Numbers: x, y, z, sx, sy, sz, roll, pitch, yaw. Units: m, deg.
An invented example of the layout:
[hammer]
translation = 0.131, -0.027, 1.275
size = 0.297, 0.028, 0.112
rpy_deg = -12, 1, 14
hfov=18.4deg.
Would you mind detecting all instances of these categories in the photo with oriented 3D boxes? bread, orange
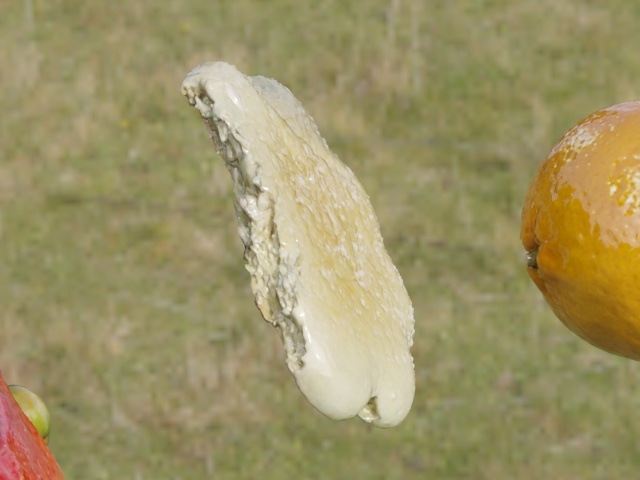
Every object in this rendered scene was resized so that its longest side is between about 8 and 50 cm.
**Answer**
[bread]
translation = 0.000, 0.000, 1.236
size = 0.039, 0.251, 0.182
rpy_deg = -31, -23, 23
[orange]
translation = 0.214, -0.003, 1.295
size = 0.155, 0.177, 0.177
rpy_deg = -38, 26, -7

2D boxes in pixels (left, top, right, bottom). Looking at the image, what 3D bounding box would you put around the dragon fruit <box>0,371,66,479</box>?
[dragon fruit]
translation = -0.241, 0.131, 0.730
size = 0.307, 0.243, 0.227
rpy_deg = 11, 12, -18
